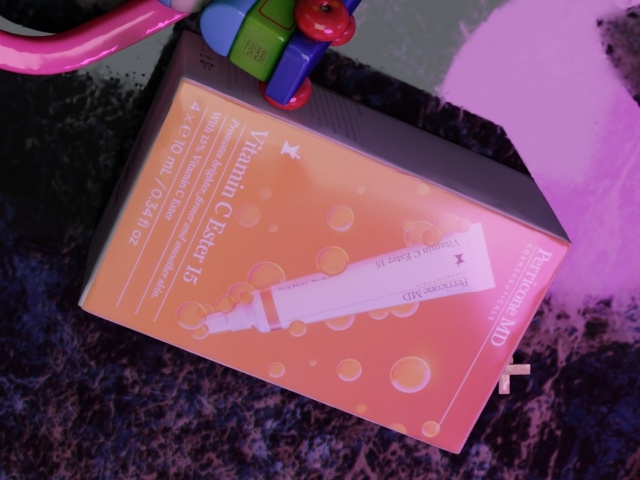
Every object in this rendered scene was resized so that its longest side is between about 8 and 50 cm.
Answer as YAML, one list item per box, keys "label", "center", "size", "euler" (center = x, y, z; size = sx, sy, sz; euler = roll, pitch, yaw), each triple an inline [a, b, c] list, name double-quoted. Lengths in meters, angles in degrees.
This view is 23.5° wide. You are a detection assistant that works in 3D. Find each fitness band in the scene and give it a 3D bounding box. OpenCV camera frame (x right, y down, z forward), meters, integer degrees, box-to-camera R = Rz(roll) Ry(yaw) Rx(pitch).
- label: "fitness band"
  center: [-0.184, -0.255, 1.221]
  size: [0.291, 0.054, 0.209]
  euler: [-29, 110, -9]

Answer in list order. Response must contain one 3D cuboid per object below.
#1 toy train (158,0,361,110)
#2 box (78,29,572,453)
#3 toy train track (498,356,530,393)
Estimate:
- label: "toy train"
  center: [-0.019, -0.228, 1.216]
  size: [0.143, 0.248, 0.105]
  euler: [32, 141, 0]
- label: "box"
  center: [0.000, 0.000, 1.301]
  size: [0.345, 0.168, 0.215]
  euler: [22, 108, -12]
- label: "toy train track"
  center: [0.171, 0.102, 1.435]
  size: [0.048, 0.014, 0.083]
  euler: [0, 106, 4]
